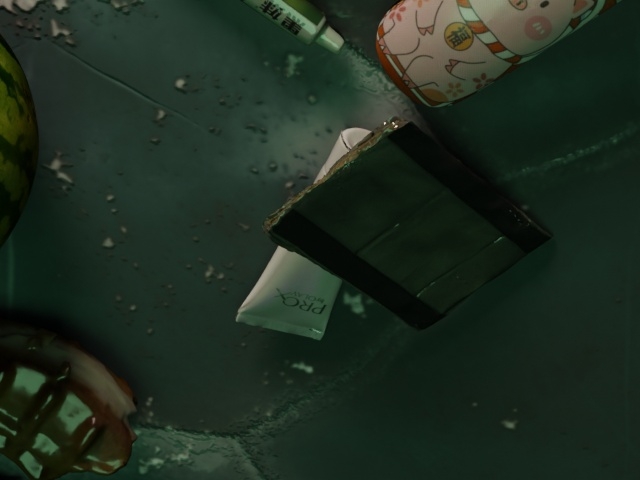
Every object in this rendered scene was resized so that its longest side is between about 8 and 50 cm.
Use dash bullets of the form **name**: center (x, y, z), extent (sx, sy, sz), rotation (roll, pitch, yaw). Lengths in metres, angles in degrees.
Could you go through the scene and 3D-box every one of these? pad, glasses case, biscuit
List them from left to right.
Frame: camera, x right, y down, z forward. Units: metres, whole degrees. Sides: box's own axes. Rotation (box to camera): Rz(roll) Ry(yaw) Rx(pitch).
- **biscuit**: center (-0.379, 0.216, 1.328), extent (0.268, 0.115, 0.366), rotation (37, 117, -14)
- **pad**: center (0.083, -0.009, 1.140), extent (0.174, 0.022, 0.233), rotation (-39, 130, 24)
- **glasses case**: center (0.166, -0.208, 1.028), extent (0.266, 0.067, 0.103), rotation (-33, 112, 24)

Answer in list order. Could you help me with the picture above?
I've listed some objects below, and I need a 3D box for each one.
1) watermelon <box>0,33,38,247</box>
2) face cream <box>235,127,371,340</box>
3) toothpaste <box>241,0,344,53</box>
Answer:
- **watermelon**: center (-0.379, -0.085, 1.058), extent (0.285, 0.285, 0.285), rotation (4, 120, 6)
- **face cream**: center (0.000, 0.000, 1.183), extent (0.092, 0.058, 0.244), rotation (15, 126, -14)
- **toothpaste**: center (-0.064, -0.225, 1.075), extent (0.204, 0.031, 0.049), rotation (35, 118, -9)
